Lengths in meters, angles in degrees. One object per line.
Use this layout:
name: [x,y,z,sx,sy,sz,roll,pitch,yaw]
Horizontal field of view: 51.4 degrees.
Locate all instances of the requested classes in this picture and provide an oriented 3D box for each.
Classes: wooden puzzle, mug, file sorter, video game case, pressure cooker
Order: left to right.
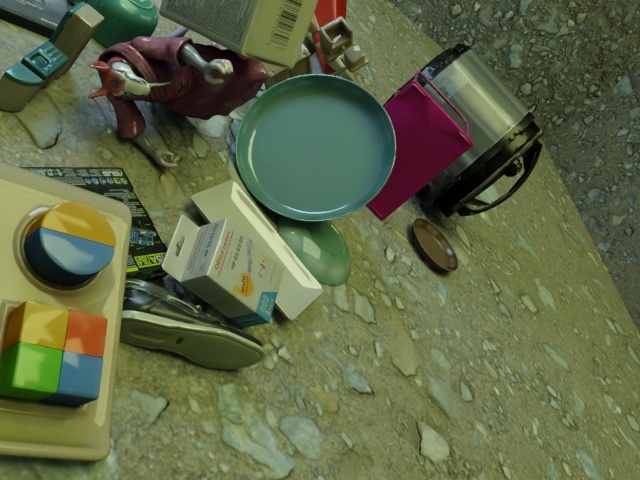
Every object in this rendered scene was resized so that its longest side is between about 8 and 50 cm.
wooden puzzle: [-0.350,0.045,0.705,0.322,0.081,0.347,21,52,-39]
video game case: [-0.543,-0.473,1.159,0.196,0.026,0.274,13,46,-47]
mug: [-0.384,-0.435,1.254,0.158,0.097,0.129,8,50,-50]
file sorter: [0.197,-0.239,1.629,0.202,0.291,0.182,44,27,-10]
pressure cooker: [0.398,-0.285,1.874,0.420,0.370,0.375,48,33,3]

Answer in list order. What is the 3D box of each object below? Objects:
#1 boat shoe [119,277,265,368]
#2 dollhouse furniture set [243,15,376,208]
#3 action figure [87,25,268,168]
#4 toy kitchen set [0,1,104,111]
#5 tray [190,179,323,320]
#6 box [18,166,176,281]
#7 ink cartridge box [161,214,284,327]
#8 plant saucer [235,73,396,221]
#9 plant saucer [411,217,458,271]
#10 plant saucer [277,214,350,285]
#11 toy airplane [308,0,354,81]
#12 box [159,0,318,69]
boat shoe: [-0.174,0.117,0.917,0.233,0.084,0.079,25,38,-32]
dollhouse furniture set: [0.026,-0.252,1.461,0.355,0.303,0.174,55,-7,14]
action figure: [-0.256,-0.292,1.114,0.275,0.248,0.370,54,27,9]
toy kitchen set: [-0.458,-0.315,0.991,0.166,0.122,0.207,39,31,-18]
tray: [-0.113,0.016,1.171,0.270,0.030,0.145,51,30,2]
box: [-0.317,-0.019,0.922,0.191,0.045,0.184,-11,68,-58]
ink cartridge box: [-0.142,0.042,1.004,0.181,0.062,0.104,43,46,-37]
plant saucer: [-0.009,-0.183,1.330,0.317,0.318,0.043,58,-6,14]
plant saucer: [0.290,0.016,1.722,0.168,0.029,0.168,34,33,-27]
plant saucer: [0.000,0.000,1.338,0.195,0.037,0.194,34,32,-25]
toy airplane: [-0.024,-0.610,1.838,0.384,0.273,0.385,-65,148,-47]
box: [-0.136,-0.399,1.104,0.232,0.148,0.127,34,21,33]
